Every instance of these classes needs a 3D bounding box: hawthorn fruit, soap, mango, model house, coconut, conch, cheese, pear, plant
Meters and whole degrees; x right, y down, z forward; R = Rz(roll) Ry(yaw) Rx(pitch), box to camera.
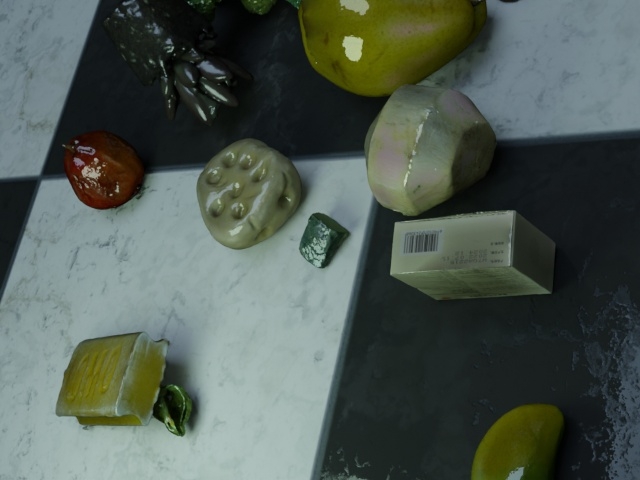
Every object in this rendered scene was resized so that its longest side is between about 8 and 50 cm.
[{"bbox_3d":[-0.475,-0.155,2.221,0.174,0.179,0.173,-2,53,2],"label":"hawthorn fruit"},{"bbox_3d":[-0.402,0.272,1.951,0.274,0.089,0.173,-14,55,51],"label":"soap"},{"bbox_3d":[0.287,0.327,1.483,0.122,0.085,0.191,-3,55,46],"label":"mango"},{"bbox_3d":[0.000,0.000,1.879,0.079,0.066,0.083,36,108,31],"label":"model house"},{"bbox_3d":[0.170,-0.157,1.740,0.237,0.197,0.236,-12,66,29],"label":"coconut"},{"bbox_3d":[-0.279,0.311,1.894,0.121,0.074,0.089,55,138,42],"label":"conch"},{"bbox_3d":[-0.136,-0.092,1.979,0.218,0.117,0.235,-11,60,30],"label":"cheese"},{"bbox_3d":[0.127,-0.413,1.863,0.336,0.285,0.285,-27,52,2],"label":"pear"},{"bbox_3d":[-0.296,-0.397,2.136,0.194,0.320,0.181,-32,18,42],"label":"plant"}]

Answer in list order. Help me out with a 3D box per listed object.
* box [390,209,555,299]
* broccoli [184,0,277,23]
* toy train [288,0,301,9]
[{"bbox_3d":[0.243,0.029,1.607,0.212,0.168,0.095,-5,68,34],"label":"box"},{"bbox_3d":[-0.194,-0.560,2.238,0.302,0.186,0.254,-40,11,37],"label":"broccoli"},{"bbox_3d":[-0.038,-0.571,2.071,0.154,0.269,0.115,-60,11,-11],"label":"toy train"}]
